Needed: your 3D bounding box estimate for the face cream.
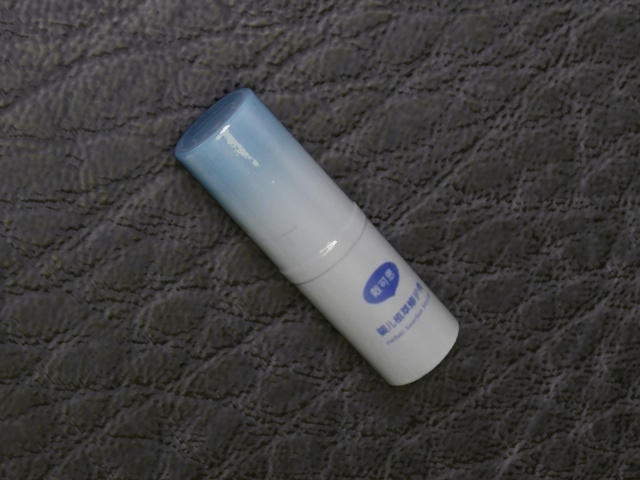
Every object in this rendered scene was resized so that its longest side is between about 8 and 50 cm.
[{"bbox_3d":[0.000,0.000,1.095,0.077,0.077,0.250,-43,110,2],"label":"face cream"}]
